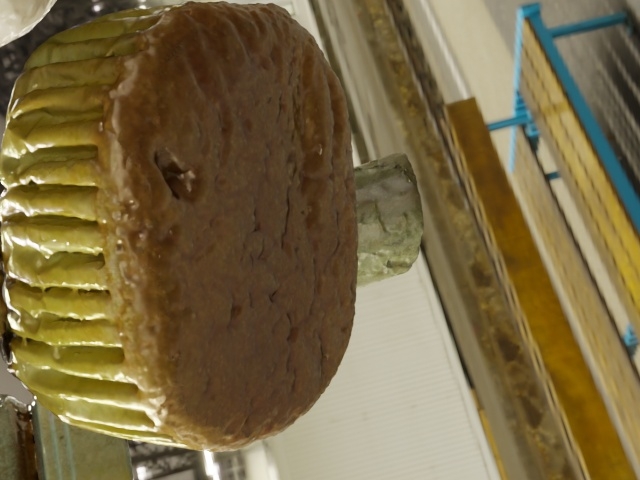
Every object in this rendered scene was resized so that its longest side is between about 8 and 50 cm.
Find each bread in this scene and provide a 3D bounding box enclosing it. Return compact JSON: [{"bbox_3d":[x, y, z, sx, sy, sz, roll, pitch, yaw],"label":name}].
[{"bbox_3d":[-0.072,-0.010,0.521,0.227,0.143,0.253,-9,-76,-54],"label":"bread"}]

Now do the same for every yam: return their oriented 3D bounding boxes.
[{"bbox_3d":[0.000,0.000,1.228,0.168,0.304,0.168,-19,-90,-83],"label":"yam"}]

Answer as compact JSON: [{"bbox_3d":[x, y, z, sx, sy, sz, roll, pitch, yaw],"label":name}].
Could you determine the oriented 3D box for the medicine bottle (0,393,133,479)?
[{"bbox_3d":[-0.288,0.187,0.566,0.151,0.323,0.151,174,90,-70],"label":"medicine bottle"}]

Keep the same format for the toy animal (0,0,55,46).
[{"bbox_3d":[-0.236,-0.227,0.485,0.271,0.206,0.265,50,168,53],"label":"toy animal"}]
